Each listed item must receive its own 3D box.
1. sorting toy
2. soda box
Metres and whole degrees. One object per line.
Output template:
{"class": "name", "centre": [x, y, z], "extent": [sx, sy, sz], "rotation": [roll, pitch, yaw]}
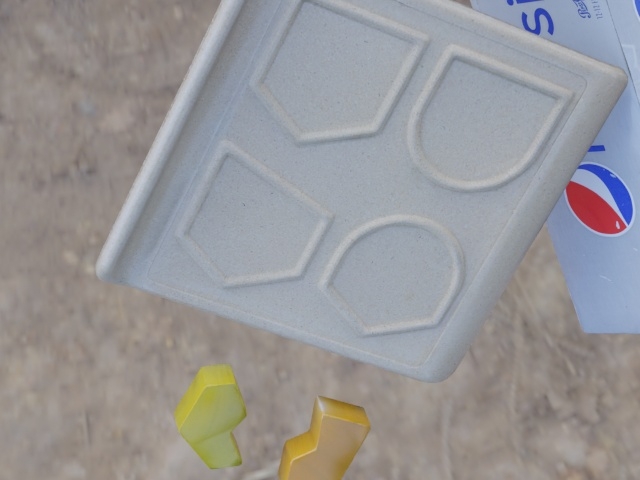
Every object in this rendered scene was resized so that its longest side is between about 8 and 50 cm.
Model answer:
{"class": "sorting toy", "centre": [0.000, 0.000, 0.989], "extent": [0.229, 0.041, 0.307], "rotation": [17, 117, -24]}
{"class": "soda box", "centre": [0.167, -0.090, 1.046], "extent": [0.091, 0.098, 0.286], "rotation": [-36, 113, -38]}
